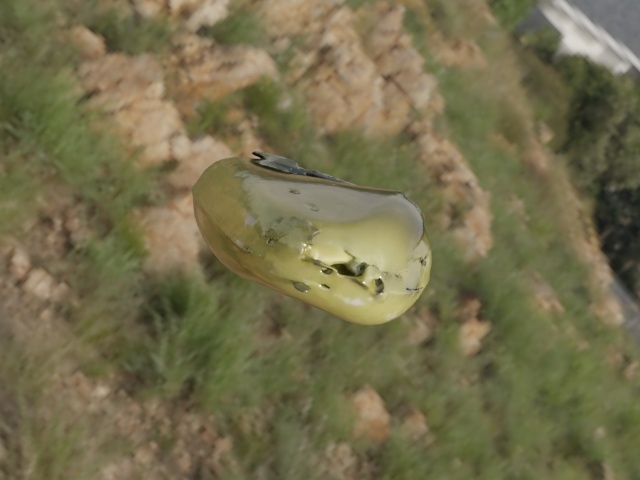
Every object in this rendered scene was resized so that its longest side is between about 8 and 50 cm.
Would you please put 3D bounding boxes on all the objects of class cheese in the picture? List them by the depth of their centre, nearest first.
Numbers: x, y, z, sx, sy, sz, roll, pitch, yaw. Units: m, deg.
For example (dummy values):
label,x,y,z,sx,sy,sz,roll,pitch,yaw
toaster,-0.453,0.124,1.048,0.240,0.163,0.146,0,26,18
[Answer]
label,x,y,z,sx,sy,sz,roll,pitch,yaw
cheese,0.000,0.000,1.415,0.259,0.128,0.316,8,10,-12
